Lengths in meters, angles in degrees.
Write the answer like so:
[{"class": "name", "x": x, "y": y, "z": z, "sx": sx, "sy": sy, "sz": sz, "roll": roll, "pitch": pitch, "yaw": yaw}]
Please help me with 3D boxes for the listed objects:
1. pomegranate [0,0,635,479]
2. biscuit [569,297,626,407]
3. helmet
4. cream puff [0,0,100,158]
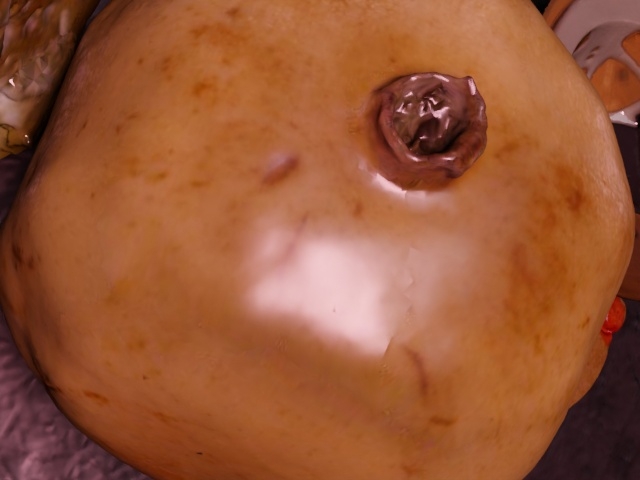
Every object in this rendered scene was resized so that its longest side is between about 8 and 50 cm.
[{"class": "pomegranate", "x": 0.000, "y": 0.000, "z": 0.704, "sx": 0.332, "sy": 0.332, "sz": 0.333, "roll": 0, "pitch": 90, "yaw": -24}, {"class": "biscuit", "x": 0.112, "y": 0.055, "z": 0.905, "sx": 0.225, "sy": 0.036, "sz": 0.166, "roll": 10, "pitch": 84, "yaw": -24}, {"class": "helmet", "x": 0.202, "y": -0.054, "z": 0.890, "sx": 0.198, "sy": 0.130, "sz": 0.224, "roll": -5, "pitch": 63, "yaw": -35}, {"class": "cream puff", "x": -0.220, "y": -0.133, "z": 0.655, "sx": 0.185, "sy": 0.282, "sz": 0.282, "roll": 22, "pitch": 80, "yaw": 0}]
